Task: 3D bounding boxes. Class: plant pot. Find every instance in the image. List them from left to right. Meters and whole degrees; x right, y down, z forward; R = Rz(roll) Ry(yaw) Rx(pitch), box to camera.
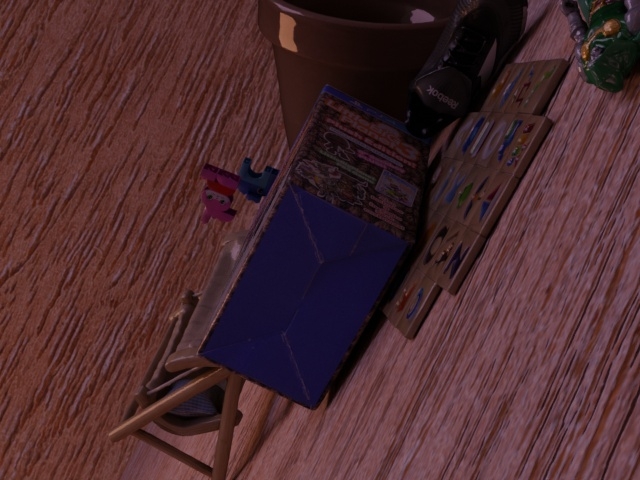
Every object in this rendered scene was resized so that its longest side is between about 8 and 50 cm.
[{"bbox_3d":[0.044,-0.200,1.718,0.263,0.263,0.229,-75,-8,-62],"label":"plant pot"}]

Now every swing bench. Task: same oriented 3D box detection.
[{"bbox_3d":[-0.116,0.138,1.775,0.254,0.165,0.253,-55,9,39],"label":"swing bench"}]

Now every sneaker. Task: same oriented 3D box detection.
[{"bbox_3d":[0.152,-0.188,1.499,0.106,0.078,0.234,-60,1,-37],"label":"sneaker"}]

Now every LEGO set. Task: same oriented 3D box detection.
[{"bbox_3d":[-0.045,-0.025,1.722,0.087,0.227,0.093,-72,4,-63],"label":"LEGO set"}]

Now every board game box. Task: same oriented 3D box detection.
[{"bbox_3d":[0.000,0.000,1.517,0.232,0.141,0.291,-61,5,26],"label":"board game box"}]

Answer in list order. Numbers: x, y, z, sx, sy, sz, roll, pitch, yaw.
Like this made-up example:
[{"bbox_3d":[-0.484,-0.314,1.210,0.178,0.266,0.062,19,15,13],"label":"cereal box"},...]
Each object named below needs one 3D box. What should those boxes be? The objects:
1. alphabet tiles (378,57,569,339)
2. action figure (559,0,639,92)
[{"bbox_3d":[0.137,-0.046,1.340,0.285,0.011,0.342,-61,7,3],"label":"alphabet tiles"},{"bbox_3d":[0.229,-0.190,1.074,0.137,0.063,0.232,-50,16,42],"label":"action figure"}]
